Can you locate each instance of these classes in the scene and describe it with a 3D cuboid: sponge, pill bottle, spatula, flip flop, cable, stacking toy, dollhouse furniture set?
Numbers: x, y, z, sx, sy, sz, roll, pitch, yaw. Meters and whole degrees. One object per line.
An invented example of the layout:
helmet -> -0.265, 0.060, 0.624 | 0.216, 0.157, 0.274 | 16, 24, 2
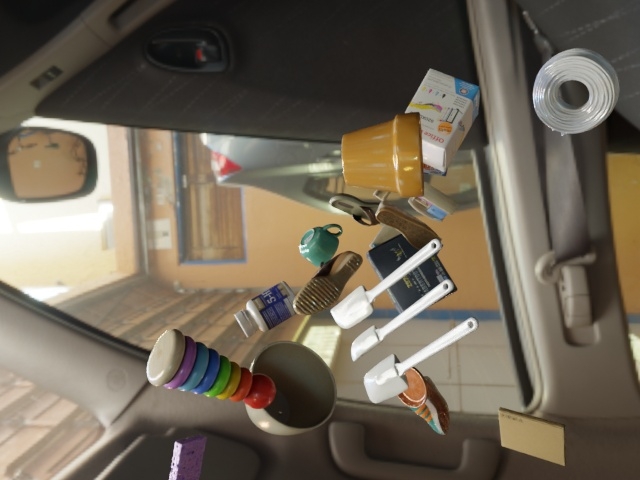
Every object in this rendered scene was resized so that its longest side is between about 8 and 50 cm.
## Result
sponge -> -0.405, 0.697, 1.910 | 0.031, 0.210, 0.117 | 11, -179, 27
pill bottle -> -0.165, 0.217, 1.975 | 0.187, 0.112, 0.112 | -31, -169, -12
spatula -> 0.118, 0.119, 0.920 | 0.019, 0.168, 0.242 | 3, 146, -42
flip flop -> 0.164, -0.098, 2.370 | 0.277, 0.080, 0.112 | 19, 144, -14
cable -> 0.798, -0.467, 2.009 | 0.257, 0.257, 0.089 | -24, -167, 43
stacking toy -> -0.255, 0.337, 1.591 | 0.330, 0.141, 0.141 | 28, 168, -30
dollhouse furniture set -> 0.257, -0.044, 2.076 | 0.286, 0.303, 0.198 | 32, 175, 4

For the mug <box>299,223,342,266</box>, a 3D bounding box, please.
mug -> -0.006, 0.004, 2.263 | 0.097, 0.157, 0.129 | 37, 160, -25

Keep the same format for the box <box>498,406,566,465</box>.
box -> 0.656, 0.607, 1.978 | 0.201, 0.164, 0.021 | 9, -144, 34

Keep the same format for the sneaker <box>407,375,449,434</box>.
sneaker -> 0.411, 0.643, 2.498 | 0.121, 0.302, 0.108 | -8, -148, 37

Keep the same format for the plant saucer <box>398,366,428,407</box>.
plant saucer -> 0.173, 0.277, 1.217 | 0.013, 0.083, 0.083 | -14, -169, -40

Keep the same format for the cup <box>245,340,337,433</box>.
cup -> -0.142, 0.560, 2.285 | 0.331, 0.331, 0.237 | -6, 149, -38

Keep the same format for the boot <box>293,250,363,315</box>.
boot -> 0.005, 0.124, 1.791 | 0.248, 0.090, 0.207 | -39, -174, -18

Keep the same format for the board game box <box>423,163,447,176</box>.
board game box -> 0.342, -0.295, 2.141 | 0.201, 0.136, 0.035 | 5, -164, -19

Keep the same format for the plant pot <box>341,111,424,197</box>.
plant pot -> 0.153, -0.204, 1.559 | 0.188, 0.205, 0.205 | -3, -176, 11

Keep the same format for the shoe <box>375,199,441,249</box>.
shoe -> 0.251, -0.043, 1.783 | 0.219, 0.076, 0.058 | 32, -144, -17

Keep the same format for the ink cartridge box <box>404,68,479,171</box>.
ink cartridge box -> 0.362, -0.368, 1.969 | 0.171, 0.232, 0.168 | 27, 169, 18

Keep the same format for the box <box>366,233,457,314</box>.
box -> 0.271, 0.095, 1.911 | 0.183, 0.232, 0.059 | -27, 165, -9
